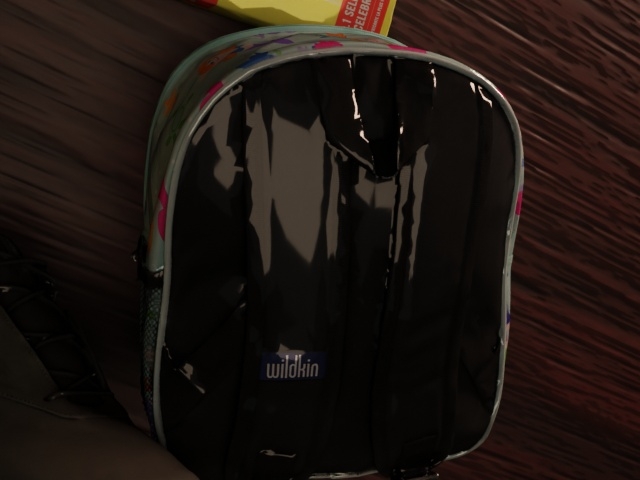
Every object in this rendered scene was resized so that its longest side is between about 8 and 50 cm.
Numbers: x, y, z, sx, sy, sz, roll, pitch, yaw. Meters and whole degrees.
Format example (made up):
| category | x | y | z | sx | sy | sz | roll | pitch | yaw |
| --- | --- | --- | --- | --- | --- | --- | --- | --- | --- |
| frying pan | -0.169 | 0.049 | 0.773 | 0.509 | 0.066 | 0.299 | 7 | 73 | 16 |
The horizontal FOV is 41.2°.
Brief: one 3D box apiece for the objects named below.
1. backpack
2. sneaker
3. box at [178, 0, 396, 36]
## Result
| category | x | y | z | sx | sy | sz | roll | pitch | yaw |
| --- | --- | --- | --- | --- | --- | --- | --- | --- | --- |
| backpack | 0.000 | 0.000 | 0.511 | 0.225 | 0.191 | 0.254 | -3 | 115 | -17 |
| sneaker | -0.176 | 0.067 | 0.457 | 0.286 | 0.109 | 0.130 | 22 | 87 | 23 |
| box | -0.065 | -0.183 | 0.515 | 0.232 | 0.058 | 0.087 | 15 | 97 | -20 |
